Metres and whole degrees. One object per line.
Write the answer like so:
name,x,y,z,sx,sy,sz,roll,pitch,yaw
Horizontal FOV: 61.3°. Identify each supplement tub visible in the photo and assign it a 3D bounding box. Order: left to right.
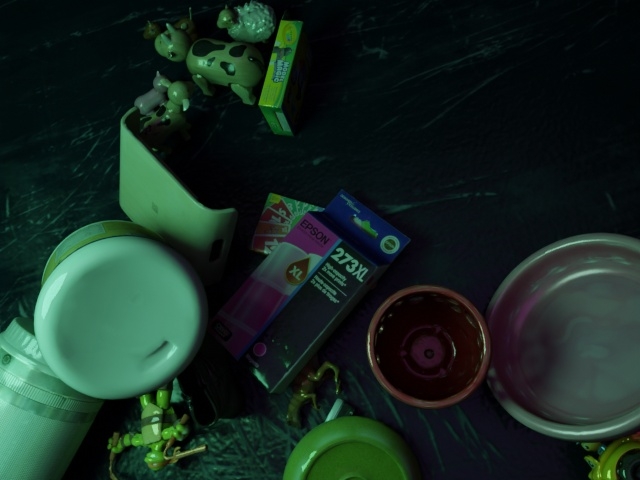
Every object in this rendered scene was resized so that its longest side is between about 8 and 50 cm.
supplement tub,-0.337,0.093,0.905,0.241,0.331,0.241,-4,99,-24

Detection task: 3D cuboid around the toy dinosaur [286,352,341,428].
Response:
toy dinosaur,-0.017,0.234,0.977,0.112,0.064,0.211,6,76,13

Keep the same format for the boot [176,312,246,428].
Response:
boot,-0.218,0.210,0.966,0.083,0.161,0.246,-31,72,0

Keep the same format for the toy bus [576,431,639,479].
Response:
toy bus,0.468,0.279,0.848,0.220,0.149,0.211,-47,59,-3

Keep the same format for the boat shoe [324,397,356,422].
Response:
boat shoe,0.017,0.348,0.948,0.040,0.049,0.142,25,78,15

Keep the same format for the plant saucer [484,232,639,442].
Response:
plant saucer,0.412,0.149,0.840,0.332,0.084,0.332,-35,37,32

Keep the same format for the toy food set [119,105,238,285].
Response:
toy food set,-0.281,-0.081,1.046,0.306,0.220,0.092,44,49,17

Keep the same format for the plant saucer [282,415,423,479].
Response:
plant saucer,0.056,0.419,0.898,0.241,0.037,0.241,0,83,-1

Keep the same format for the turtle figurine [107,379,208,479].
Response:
turtle figurine,-0.289,0.317,0.980,0.269,0.087,0.217,-25,62,33

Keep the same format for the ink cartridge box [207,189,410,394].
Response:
ink cartridge box,-0.021,0.080,0.983,0.176,0.069,0.371,39,82,22

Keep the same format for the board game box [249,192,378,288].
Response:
board game box,0.000,0.000,1.057,0.259,0.039,0.124,17,79,11

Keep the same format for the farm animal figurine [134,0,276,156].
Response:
farm animal figurine,-0.260,-0.354,1.125,0.326,0.172,0.330,-2,74,9

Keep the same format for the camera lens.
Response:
camera lens,-0.520,0.303,0.962,0.219,0.219,0.274,24,80,15

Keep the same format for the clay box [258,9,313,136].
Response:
clay box,-0.063,-0.344,1.112,0.053,0.127,0.222,11,77,12

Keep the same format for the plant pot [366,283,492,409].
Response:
plant pot,0.179,0.179,0.899,0.191,0.174,0.191,-3,75,11
